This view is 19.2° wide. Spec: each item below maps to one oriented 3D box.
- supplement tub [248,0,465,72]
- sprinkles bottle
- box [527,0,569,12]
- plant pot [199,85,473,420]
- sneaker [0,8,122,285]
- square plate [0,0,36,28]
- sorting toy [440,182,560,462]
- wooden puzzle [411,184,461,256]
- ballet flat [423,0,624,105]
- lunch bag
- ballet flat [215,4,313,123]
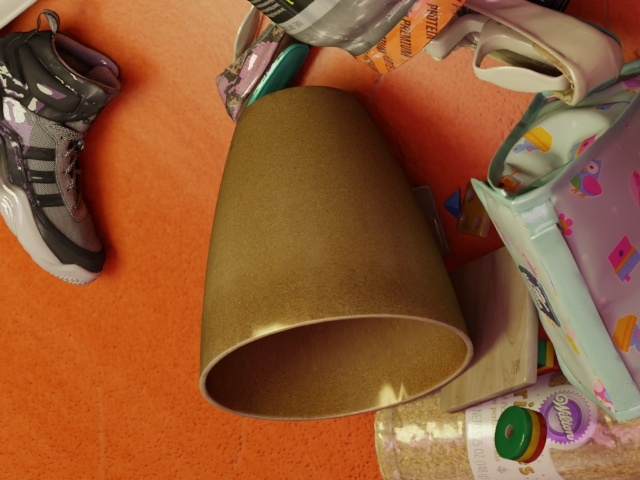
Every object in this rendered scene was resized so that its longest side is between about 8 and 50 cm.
[{"bbox_3d":[-0.026,-0.284,1.465,0.316,0.193,0.193,39,117,-16],"label":"supplement tub"},{"bbox_3d":[0.232,0.167,1.714,0.355,0.121,0.121,-6,105,22],"label":"sprinkles bottle"},{"bbox_3d":[0.112,-0.302,1.571,0.270,0.060,0.216,37,155,5],"label":"box"},{"bbox_3d":[0.000,0.000,1.674,0.237,0.237,0.254,-19,63,24],"label":"plant pot"},{"bbox_3d":[-0.244,-0.089,1.812,0.153,0.101,0.268,-25,109,13],"label":"sneaker"},{"bbox_3d":[-0.462,-0.300,1.851,0.347,0.049,0.344,-35,93,26],"label":"square plate"},{"bbox_3d":[0.163,0.071,1.672,0.132,0.046,0.274,-29,52,55],"label":"sorting toy"},{"bbox_3d":[0.081,-0.013,1.770,0.116,0.014,0.078,-5,110,21],"label":"wooden puzzle"},{"bbox_3d":[0.133,-0.178,1.584,0.248,0.086,0.086,26,115,27],"label":"ballet flat"},{"bbox_3d":[0.238,0.000,1.564,0.160,0.262,0.223,-16,110,31],"label":"lunch bag"},{"bbox_3d":[-0.027,-0.202,1.720,0.079,0.077,0.221,51,118,20],"label":"ballet flat"}]
